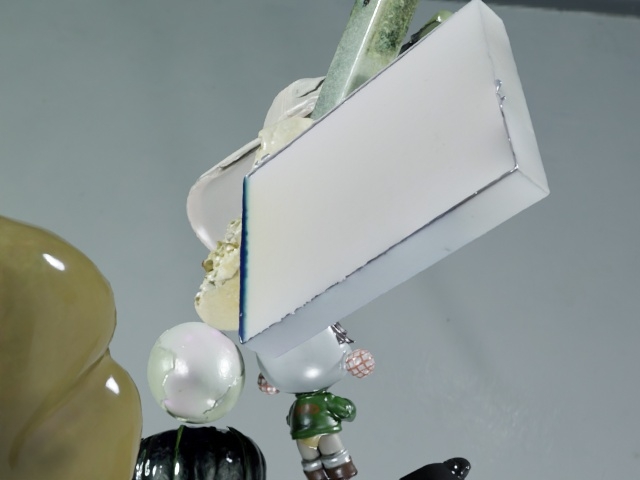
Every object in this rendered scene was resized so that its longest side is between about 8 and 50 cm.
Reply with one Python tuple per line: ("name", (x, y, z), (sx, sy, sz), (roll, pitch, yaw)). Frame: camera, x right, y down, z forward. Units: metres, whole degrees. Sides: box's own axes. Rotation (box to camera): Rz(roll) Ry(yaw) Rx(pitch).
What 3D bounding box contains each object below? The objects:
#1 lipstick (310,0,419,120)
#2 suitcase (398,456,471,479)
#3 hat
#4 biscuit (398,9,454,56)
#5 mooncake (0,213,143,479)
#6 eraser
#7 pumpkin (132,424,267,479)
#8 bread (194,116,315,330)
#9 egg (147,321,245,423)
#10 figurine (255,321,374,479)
("lipstick", (0.049, -0.177, 0.701), (0.051, 0.051, 0.312), (30, 100, 60))
("suitcase", (0.118, 0.502, 1.140), (0.339, 0.345, 0.188), (-26, 19, 3))
("hat", (-0.056, -0.085, 1.028), (0.226, 0.219, 0.164), (-17, 46, -8))
("biscuit", (0.135, -0.215, 1.116), (0.099, 0.322, 0.038), (37, 78, -5))
("mooncake", (-0.380, 0.190, 0.794), (0.262, 0.467, 0.467), (9, 62, 34))
("eraser", (0.022, -0.025, 0.374), (0.150, 0.023, 0.104), (-34, 41, 32))
("pumpkin", (-0.254, 0.504, 1.687), (0.295, 0.296, 0.296), (-5, 60, 9))
("bread", (0.000, 0.000, 0.728), (0.181, 0.251, 0.039), (4, 47, -24))
("egg", (-0.227, 0.252, 1.630), (0.183, 0.183, 0.217), (-44, 34, -14))
("figurine", (-0.021, 0.282, 1.680), (0.281, 0.167, 0.370), (-17, 85, 35))
